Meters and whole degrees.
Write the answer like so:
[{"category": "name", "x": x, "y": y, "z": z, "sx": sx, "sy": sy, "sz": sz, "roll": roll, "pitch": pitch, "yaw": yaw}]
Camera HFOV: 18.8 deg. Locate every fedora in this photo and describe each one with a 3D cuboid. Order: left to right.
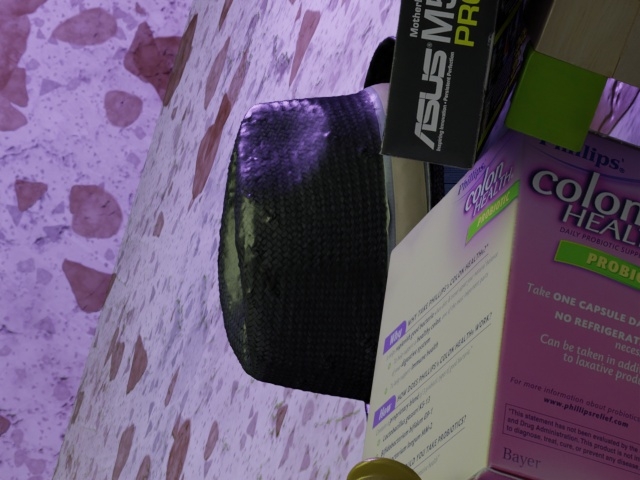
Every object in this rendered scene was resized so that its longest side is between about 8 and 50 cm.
[{"category": "fedora", "x": 0.000, "y": 0.000, "z": 1.547, "sx": 0.334, "sy": 0.152, "sz": 0.334, "roll": -179, "pitch": 90, "yaw": -80}]

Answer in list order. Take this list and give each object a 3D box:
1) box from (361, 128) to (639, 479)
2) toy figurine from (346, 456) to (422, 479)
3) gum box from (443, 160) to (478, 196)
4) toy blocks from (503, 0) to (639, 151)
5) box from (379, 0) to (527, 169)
[{"category": "box", "x": 0.122, "y": 0.083, "z": 1.210, "sx": 0.213, "sy": 0.117, "sz": 0.243, "roll": 130, "pitch": 153, "yaw": -57}, {"category": "toy figurine", "x": 0.047, "y": 0.243, "z": 1.123, "sx": 0.209, "sy": 0.213, "sz": 0.148, "roll": -49, "pitch": 11, "yaw": 51}, {"category": "gum box", "x": 0.096, "y": -0.096, "z": 1.576, "sx": 0.157, "sy": 0.041, "sz": 0.184, "roll": -113, "pitch": 26, "yaw": -68}, {"category": "toy blocks", "x": 0.220, "y": -0.255, "z": 1.202, "sx": 0.261, "sy": 0.190, "sz": 0.381, "roll": -81, "pitch": 10, "yaw": -76}, {"category": "box", "x": 0.100, "y": -0.182, "z": 1.218, "sx": 0.270, "sy": 0.060, "sz": 0.216, "roll": -55, "pitch": -25, "yaw": -69}]
